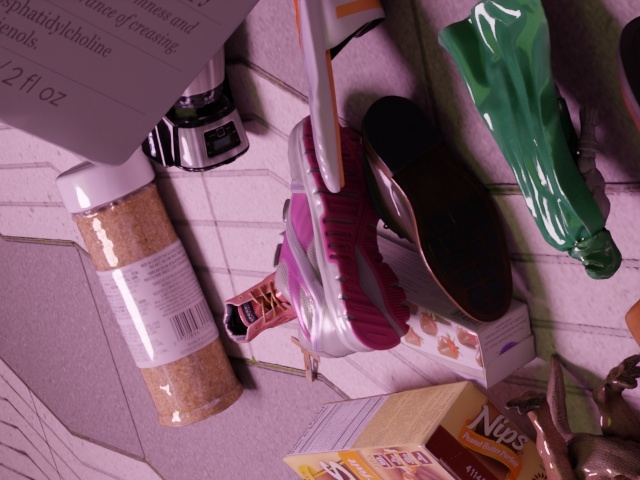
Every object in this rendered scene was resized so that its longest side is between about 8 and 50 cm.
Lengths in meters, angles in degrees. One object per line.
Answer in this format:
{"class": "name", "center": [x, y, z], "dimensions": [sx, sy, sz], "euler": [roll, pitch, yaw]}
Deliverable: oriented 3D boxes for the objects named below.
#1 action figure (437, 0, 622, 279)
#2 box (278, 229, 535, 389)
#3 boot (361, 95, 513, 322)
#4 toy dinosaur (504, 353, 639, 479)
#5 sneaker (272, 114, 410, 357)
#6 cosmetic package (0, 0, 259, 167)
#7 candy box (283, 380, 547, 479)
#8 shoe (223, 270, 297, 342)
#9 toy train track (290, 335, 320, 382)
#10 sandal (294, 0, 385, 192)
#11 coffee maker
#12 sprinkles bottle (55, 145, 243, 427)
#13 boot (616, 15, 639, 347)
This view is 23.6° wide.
{"class": "action figure", "center": [0.174, -0.077, 1.172], "dimensions": [0.232, 0.064, 0.137], "euler": [70, 157, 8]}
{"class": "box", "center": [0.076, 0.051, 1.485], "dimensions": [0.324, 0.067, 0.063], "euler": [25, 135, 50]}
{"class": "boot", "center": [0.102, -0.025, 1.382], "dimensions": [0.219, 0.082, 0.106], "euler": [63, 171, 2]}
{"class": "toy dinosaur", "center": [0.255, 0.219, 1.263], "dimensions": [0.296, 0.127, 0.200], "euler": [38, 151, 50]}
{"class": "sneaker", "center": [0.000, 0.000, 1.442], "dimensions": [0.111, 0.103, 0.252], "euler": [-32, 55, 41]}
{"class": "cosmetic package", "center": [-0.211, -0.332, 1.163], "dimensions": [0.327, 0.393, 0.329], "euler": [48, -167, 29]}
{"class": "candy box", "center": [0.109, 0.239, 1.512], "dimensions": [0.183, 0.087, 0.316], "euler": [45, 155, -11]}
{"class": "shoe", "center": [-0.050, 0.068, 1.708], "dimensions": [0.063, 0.081, 0.178], "euler": [60, 154, 6]}
{"class": "toy train track", "center": [-0.012, 0.134, 1.779], "dimensions": [0.048, 0.014, 0.083], "euler": [35, 149, 31]}
{"class": "sandal", "center": [0.021, -0.177, 1.353], "dimensions": [0.102, 0.076, 0.265], "euler": [-136, 39, -85]}
{"class": "coffee maker", "center": [-0.151, -0.182, 1.652], "dimensions": [0.171, 0.120, 0.178], "euler": [-115, 14, -59]}
{"class": "sprinkles bottle", "center": [-0.217, 0.059, 1.954], "dimensions": [0.121, 0.121, 0.355], "euler": [-2, 112, 61]}
{"class": "boot", "center": [0.275, 0.001, 1.102], "dimensions": [0.264, 0.096, 0.280], "euler": [52, 163, 18]}
